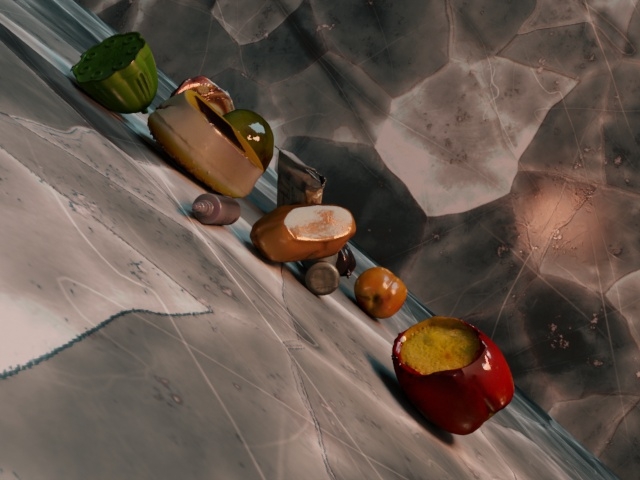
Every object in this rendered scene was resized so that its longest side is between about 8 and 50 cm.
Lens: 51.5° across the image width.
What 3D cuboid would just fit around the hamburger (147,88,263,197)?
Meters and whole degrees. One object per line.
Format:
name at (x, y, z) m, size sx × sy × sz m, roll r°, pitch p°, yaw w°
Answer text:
hamburger at (-0.265, -0.212, 1.544) m, size 0.295 × 0.151 × 0.227 m, roll 46°, pitch 7°, yaw -36°

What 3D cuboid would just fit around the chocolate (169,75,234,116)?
chocolate at (-0.367, -0.364, 1.945) m, size 0.221 × 0.221 × 0.147 m, roll 38°, pitch -16°, yaw -25°

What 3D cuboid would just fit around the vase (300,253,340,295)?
vase at (0.000, 0.058, 1.513) m, size 0.096 × 0.096 × 0.219 m, roll 40°, pitch 9°, yaw -11°

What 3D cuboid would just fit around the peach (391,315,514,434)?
peach at (0.232, 0.234, 1.206) m, size 0.226 × 0.190 × 0.196 m, roll 49°, pitch 20°, yaw 20°

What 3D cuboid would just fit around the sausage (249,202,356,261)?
sausage at (-0.037, -0.016, 1.385) m, size 0.241 × 0.136 × 0.120 m, roll -6°, pitch 74°, yaw -42°

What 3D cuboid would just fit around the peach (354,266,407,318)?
peach at (0.155, 0.136, 1.739) m, size 0.138 × 0.138 × 0.138 m, roll 40°, pitch 6°, yaw -5°

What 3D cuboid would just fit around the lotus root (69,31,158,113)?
lotus root at (-0.438, -0.352, 1.503) m, size 0.186 × 0.186 × 0.186 m, roll 40°, pitch 6°, yaw -5°

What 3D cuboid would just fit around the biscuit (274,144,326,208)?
biscuit at (-0.059, -0.117, 1.906) m, size 0.186 × 0.079 × 0.309 m, roll 39°, pitch -32°, yaw 26°

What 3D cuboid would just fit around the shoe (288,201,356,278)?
shoe at (0.000, 0.000, 1.796) m, size 0.291 × 0.114 × 0.137 m, roll 48°, pitch 14°, yaw 34°

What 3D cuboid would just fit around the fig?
fig at (-0.232, -0.273, 1.845) m, size 0.203 × 0.203 × 0.225 m, roll 35°, pitch 26°, yaw -46°

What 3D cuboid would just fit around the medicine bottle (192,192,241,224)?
medicine bottle at (-0.201, -0.058, 1.235) m, size 0.057 × 0.057 × 0.199 m, roll 42°, pitch 7°, yaw 7°
